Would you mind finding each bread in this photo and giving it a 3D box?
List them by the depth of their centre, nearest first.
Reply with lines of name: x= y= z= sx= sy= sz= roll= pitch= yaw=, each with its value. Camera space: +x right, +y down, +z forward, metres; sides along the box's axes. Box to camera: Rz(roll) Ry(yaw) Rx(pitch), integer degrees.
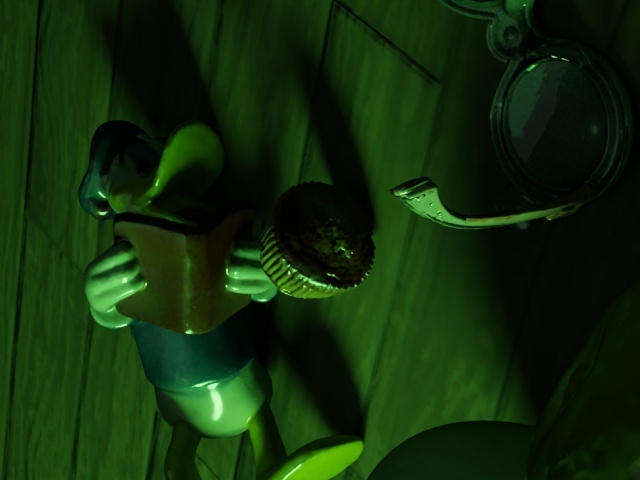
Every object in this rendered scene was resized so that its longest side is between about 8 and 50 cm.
bread: x=0.000 y=0.000 z=1.215 sx=0.053 sy=0.085 sz=0.085 roll=-33 pitch=79 yaw=59

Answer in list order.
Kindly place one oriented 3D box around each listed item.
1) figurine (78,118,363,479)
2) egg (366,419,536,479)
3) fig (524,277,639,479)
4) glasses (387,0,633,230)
figurine: x=-0.124 y=0.036 z=1.319 sx=0.283 sy=0.204 sz=0.338 roll=81 pitch=167 yaw=-61
egg: x=0.135 y=0.228 z=1.038 sx=0.283 sy=0.203 sz=0.203 roll=39 pitch=135 yaw=30
fig: x=0.262 y=0.118 z=0.866 sx=0.314 sy=0.233 sz=0.233 roll=3 pitch=116 yaw=6
glasses: x=0.049 y=-0.109 z=0.948 sx=0.118 sy=0.268 sz=0.234 roll=-25 pitch=83 yaw=36
